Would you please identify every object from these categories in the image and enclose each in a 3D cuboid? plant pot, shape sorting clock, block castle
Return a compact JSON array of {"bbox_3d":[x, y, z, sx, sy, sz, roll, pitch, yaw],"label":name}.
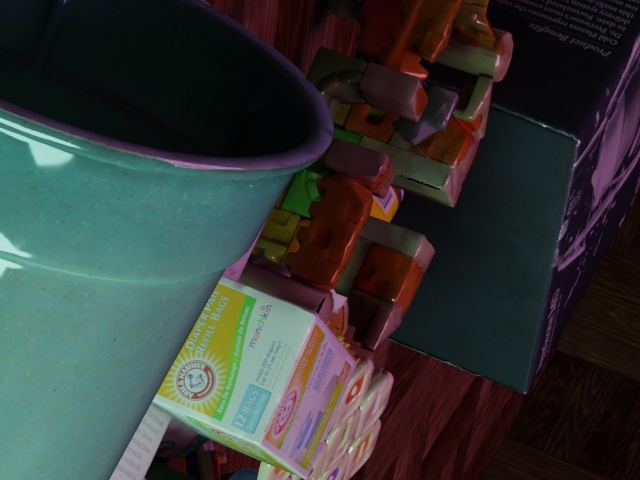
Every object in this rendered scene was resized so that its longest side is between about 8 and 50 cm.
[{"bbox_3d":[-0.215,0.013,1.171,0.334,0.341,0.341,-65,167,20],"label":"plant pot"},{"bbox_3d":[-0.120,0.230,2.060,0.206,0.040,0.206,173,-90,-87],"label":"shape sorting clock"},{"bbox_3d":[0.005,-0.093,1.925,0.453,0.213,0.303,-66,162,-12],"label":"block castle"}]

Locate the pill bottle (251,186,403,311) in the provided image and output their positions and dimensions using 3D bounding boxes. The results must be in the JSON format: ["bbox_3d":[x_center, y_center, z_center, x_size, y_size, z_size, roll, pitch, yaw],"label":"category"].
[{"bbox_3d":[0.000,0.000,2.189,0.215,0.117,0.117,-59,162,-28],"label":"pill bottle"}]

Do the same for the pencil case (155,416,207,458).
[{"bbox_3d":[-0.168,0.121,1.788,0.124,0.124,0.284,-65,165,-12],"label":"pencil case"}]

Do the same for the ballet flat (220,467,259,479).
[{"bbox_3d":[-0.154,0.374,2.233,0.124,0.116,0.342,-55,176,27],"label":"ballet flat"}]

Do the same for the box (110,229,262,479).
[{"bbox_3d":[-0.182,0.026,1.524,0.345,0.168,0.215,-65,164,-11],"label":"box"}]

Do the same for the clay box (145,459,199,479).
[{"bbox_3d":[-0.174,0.284,1.964,0.053,0.127,0.222,-59,161,-29],"label":"clay box"}]

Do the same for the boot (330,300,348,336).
[{"bbox_3d":[-0.037,0.138,2.340,0.152,0.073,0.197,-33,140,-57],"label":"boot"}]

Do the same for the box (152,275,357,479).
[{"bbox_3d":[-0.052,0.109,1.561,0.203,0.103,0.114,57,56,-72],"label":"box"}]

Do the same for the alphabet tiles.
[{"bbox_3d":[-0.025,0.243,1.892,0.284,0.021,0.278,-41,156,-38],"label":"alphabet tiles"}]

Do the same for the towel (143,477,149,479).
[{"bbox_3d":[-0.243,0.333,1.705,0.324,0.056,0.312,44,69,-48],"label":"towel"}]

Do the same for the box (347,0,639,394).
[{"bbox_3d":[0.257,-0.154,2.535,0.471,0.297,0.480,-54,159,-37],"label":"box"}]

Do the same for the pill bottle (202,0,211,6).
[{"bbox_3d":[-0.115,-0.163,1.665,0.078,0.078,0.137,-65,164,-12],"label":"pill bottle"}]
